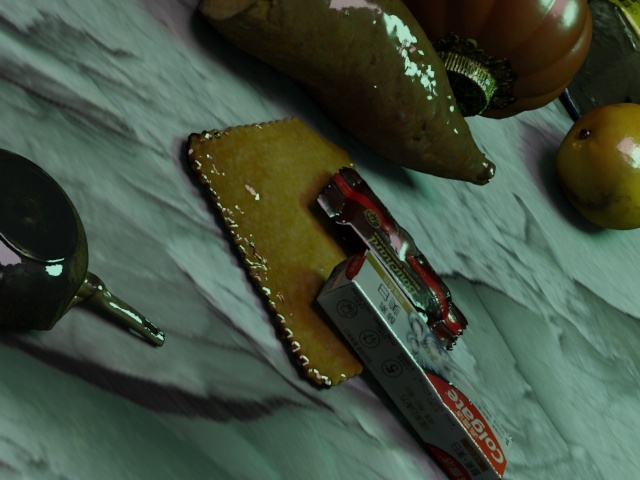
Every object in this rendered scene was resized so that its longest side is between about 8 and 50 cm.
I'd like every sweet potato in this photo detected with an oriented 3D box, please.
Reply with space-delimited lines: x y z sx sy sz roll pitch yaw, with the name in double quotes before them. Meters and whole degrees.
"sweet potato" 0.048 -0.159 1.389 0.336 0.131 0.131 35 37 -33

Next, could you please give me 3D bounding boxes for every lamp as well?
"lamp" 0.157 -0.218 1.504 0.223 0.223 0.196 38 58 -28

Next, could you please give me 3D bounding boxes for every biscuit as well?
"biscuit" 0.000 0.000 1.285 0.237 0.013 0.232 -19 78 -59

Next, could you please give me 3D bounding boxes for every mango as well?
"mango" 0.352 -0.083 1.743 0.219 0.112 0.145 1 85 -51

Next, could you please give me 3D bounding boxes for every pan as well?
"pan" -0.176 -0.003 1.009 0.202 0.048 0.128 11 53 -50

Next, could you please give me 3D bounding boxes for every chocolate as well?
"chocolate" 0.065 0.016 1.323 0.182 0.028 0.086 56 33 -6

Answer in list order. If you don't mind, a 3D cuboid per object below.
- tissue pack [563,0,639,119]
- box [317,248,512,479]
"tissue pack" 0.395 -0.231 1.924 0.192 0.134 0.271 56 31 -3
"box" 0.080 0.109 1.252 0.218 0.039 0.055 54 32 -15
